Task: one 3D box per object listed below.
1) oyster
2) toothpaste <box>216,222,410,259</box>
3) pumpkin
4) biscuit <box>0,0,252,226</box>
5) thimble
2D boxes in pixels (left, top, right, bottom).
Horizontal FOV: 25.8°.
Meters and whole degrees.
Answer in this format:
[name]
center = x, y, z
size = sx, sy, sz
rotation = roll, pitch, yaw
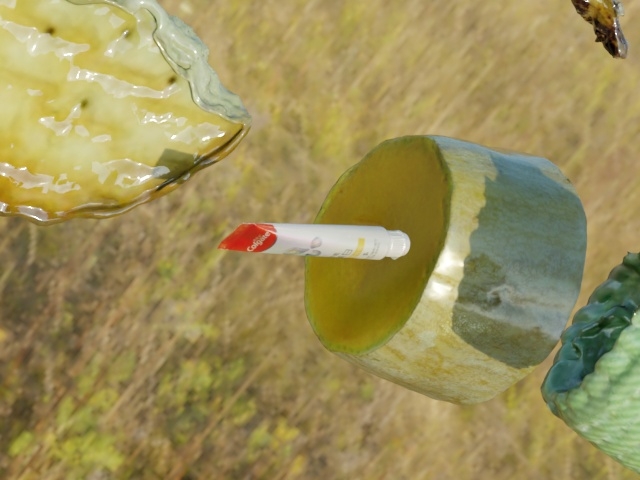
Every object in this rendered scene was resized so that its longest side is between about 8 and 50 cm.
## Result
[oyster]
center = 0.235, -0.339, 1.380
size = 0.128, 0.078, 0.345
rotation = 1, 72, -88
[toothpaste]
center = 0.000, 0.000, 1.243
size = 0.190, 0.048, 0.031
rotation = 2, 63, -36
[pumpkin]
center = 0.130, 0.017, 1.650
size = 0.199, 0.332, 0.332
rotation = 22, 27, -41
[biscuit]
center = -0.248, -0.181, 1.395
size = 0.078, 0.329, 0.335
rotation = -106, -176, -68
[thimble]
center = 0.322, 0.112, 1.324
size = 0.150, 0.219, 0.219
rotation = 34, 21, -3
